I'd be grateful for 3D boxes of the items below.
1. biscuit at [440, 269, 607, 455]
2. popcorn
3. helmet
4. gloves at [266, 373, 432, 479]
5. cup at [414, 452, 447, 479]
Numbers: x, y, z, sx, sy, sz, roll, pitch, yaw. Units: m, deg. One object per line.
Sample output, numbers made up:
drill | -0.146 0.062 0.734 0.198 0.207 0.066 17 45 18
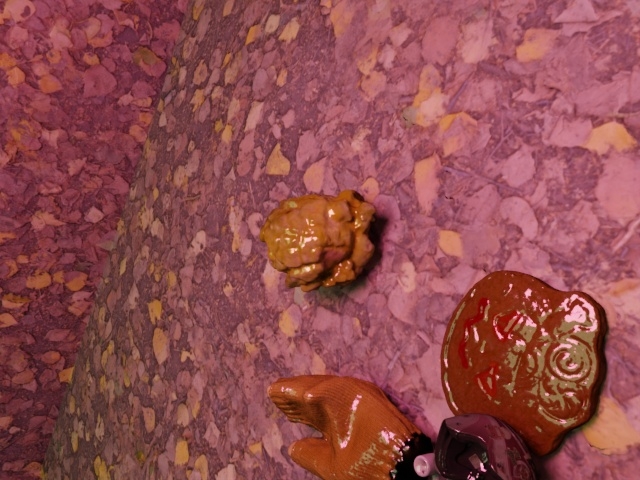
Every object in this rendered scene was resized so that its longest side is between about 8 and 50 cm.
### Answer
biscuit | 0.308 0.190 0.815 0.257 0.049 0.273 19 98 47
popcorn | 0.000 0.000 1.078 0.259 0.259 0.212 7 102 48
helmet | 0.255 0.330 0.751 0.177 0.107 0.153 49 148 38
gloves | 0.045 0.363 0.987 0.356 0.155 0.203 17 102 33
cup | 0.177 0.495 0.801 0.167 0.173 0.300 -15 71 44
